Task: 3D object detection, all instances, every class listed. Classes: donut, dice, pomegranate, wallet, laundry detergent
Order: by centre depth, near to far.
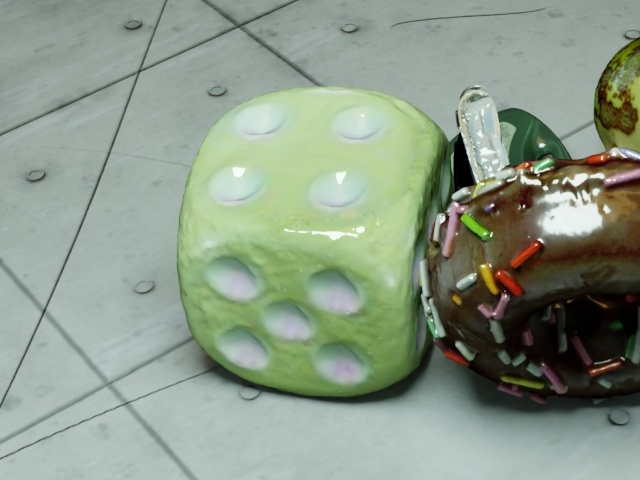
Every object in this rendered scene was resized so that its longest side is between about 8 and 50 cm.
[{"bbox_3d":[0.227,0.046,1.545,0.259,0.345,0.136,-2,57,0],"label":"donut"},{"bbox_3d":[0.000,0.000,1.694,0.249,0.254,0.252,7,45,15],"label":"dice"},{"bbox_3d":[0.177,-0.044,1.696,0.069,0.231,0.170,-11,67,6],"label":"wallet"},{"bbox_3d":[0.398,-0.116,1.819,0.276,0.204,0.222,-33,56,-26],"label":"pomegranate"},{"bbox_3d":[0.235,-0.059,1.860,0.144,0.078,0.222,-31,41,1],"label":"laundry detergent"}]
